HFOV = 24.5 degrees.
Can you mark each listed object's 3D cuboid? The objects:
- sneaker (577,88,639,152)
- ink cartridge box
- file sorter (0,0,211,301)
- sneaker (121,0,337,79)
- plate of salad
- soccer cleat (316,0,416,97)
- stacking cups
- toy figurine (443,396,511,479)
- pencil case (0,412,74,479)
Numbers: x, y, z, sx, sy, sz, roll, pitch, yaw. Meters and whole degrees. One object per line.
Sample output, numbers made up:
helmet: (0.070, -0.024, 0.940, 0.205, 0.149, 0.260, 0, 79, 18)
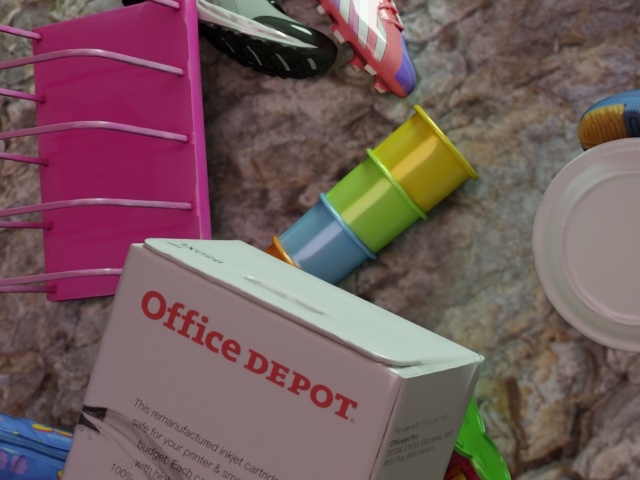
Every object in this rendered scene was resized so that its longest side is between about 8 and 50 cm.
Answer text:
sneaker: (0.389, -0.121, 1.351, 0.297, 0.112, 0.131, -1, 47, 24)
ink cartridge box: (-0.066, 0.227, 1.276, 0.286, 0.166, 0.394, 25, 103, 28)
file sorter: (-0.245, -0.093, 1.433, 0.202, 0.182, 0.290, -7, 85, 30)
sneaker: (-0.095, -0.252, 1.526, 0.272, 0.100, 0.108, 29, 80, 22)
plate of salad: (0.294, 0.004, 1.353, 0.200, 0.048, 0.199, 4, 101, 22)
soccer cleat: (0.037, -0.253, 1.496, 0.095, 0.083, 0.248, -35, 66, 1)
stacking cups: (0.000, 0.000, 1.429, 0.316, 0.096, 0.096, -38, 68, 5)
toy figurine: (0.065, 0.197, 1.366, 0.159, 0.130, 0.173, -34, 93, 21)
pencil case: (-0.293, 0.211, 1.348, 0.133, 0.306, 0.119, -18, 64, 20)
